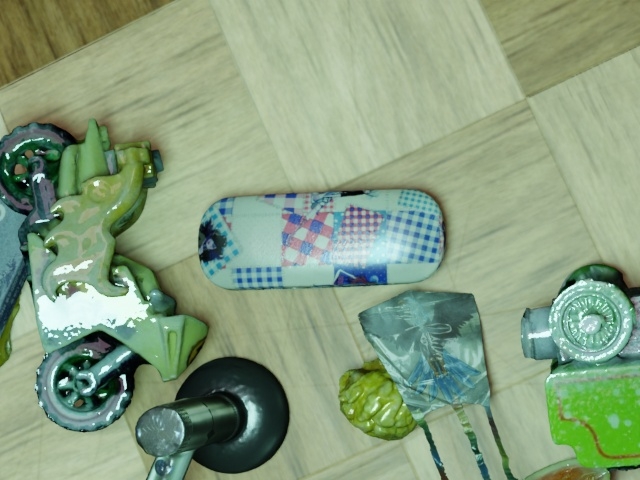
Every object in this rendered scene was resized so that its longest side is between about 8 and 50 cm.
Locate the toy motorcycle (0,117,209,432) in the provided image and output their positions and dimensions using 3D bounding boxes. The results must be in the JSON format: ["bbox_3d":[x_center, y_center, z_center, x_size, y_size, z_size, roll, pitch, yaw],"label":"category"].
[{"bbox_3d":[-0.286,0.035,1.847,0.237,0.169,0.410,-13,87,-7],"label":"toy motorcycle"}]

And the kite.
[{"bbox_3d":[0.153,0.201,1.755,0.169,0.015,0.310,-3,63,-24],"label":"kite"}]

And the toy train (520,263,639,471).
[{"bbox_3d":[0.404,0.148,1.719,0.307,0.173,0.248,-7,93,10],"label":"toy train"}]

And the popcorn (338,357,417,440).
[{"bbox_3d":[0.078,0.197,1.796,0.116,0.121,0.106,35,95,19],"label":"popcorn"}]

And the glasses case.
[{"bbox_3d":[0.000,0.000,1.849,0.328,0.076,0.125,-2,87,12],"label":"glasses case"}]

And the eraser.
[{"bbox_3d":[-0.440,0.023,1.924,0.092,0.046,0.212,18,75,12],"label":"eraser"}]

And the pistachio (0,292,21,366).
[{"bbox_3d":[-0.465,0.135,1.943,0.090,0.049,0.173,30,92,10],"label":"pistachio"}]

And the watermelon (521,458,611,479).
[{"bbox_3d":[0.288,0.314,1.775,0.163,0.087,0.069,-25,51,11],"label":"watermelon"}]

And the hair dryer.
[{"bbox_3d":[-0.197,0.291,1.764,0.156,0.320,0.284,39,104,11],"label":"hair dryer"}]
